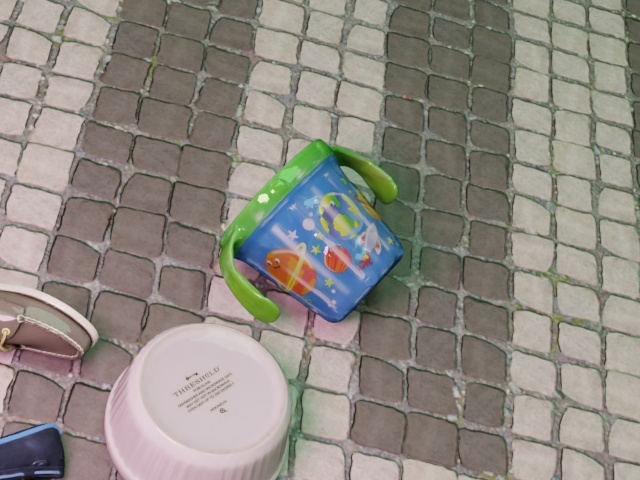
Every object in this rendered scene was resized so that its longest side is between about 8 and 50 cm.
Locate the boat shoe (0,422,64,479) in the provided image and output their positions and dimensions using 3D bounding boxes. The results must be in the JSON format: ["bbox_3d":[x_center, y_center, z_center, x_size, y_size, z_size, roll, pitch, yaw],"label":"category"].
[{"bbox_3d":[-0.444,0.312,1.741,0.258,0.109,0.089,-16,88,-30],"label":"boat shoe"}]

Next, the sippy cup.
[{"bbox_3d":[0.000,0.000,2.080,0.224,0.240,0.305,43,89,2],"label":"sippy cup"}]

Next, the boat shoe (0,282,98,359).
[{"bbox_3d":[-0.466,0.110,1.893,0.305,0.109,0.091,20,50,4],"label":"boat shoe"}]

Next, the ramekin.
[{"bbox_3d":[-0.162,0.238,1.884,0.272,0.127,0.273,10,52,-13],"label":"ramekin"}]
